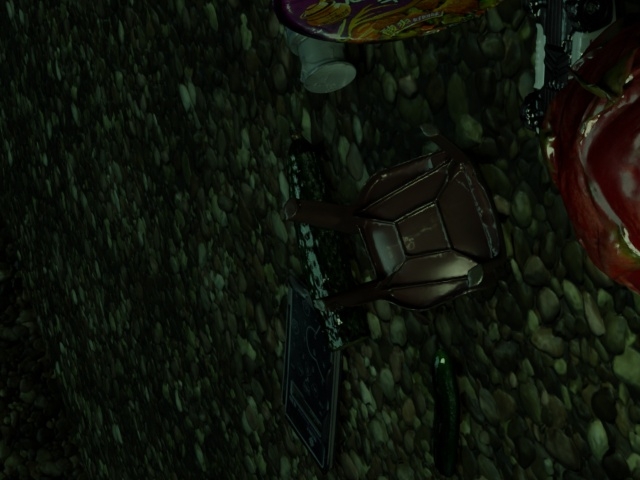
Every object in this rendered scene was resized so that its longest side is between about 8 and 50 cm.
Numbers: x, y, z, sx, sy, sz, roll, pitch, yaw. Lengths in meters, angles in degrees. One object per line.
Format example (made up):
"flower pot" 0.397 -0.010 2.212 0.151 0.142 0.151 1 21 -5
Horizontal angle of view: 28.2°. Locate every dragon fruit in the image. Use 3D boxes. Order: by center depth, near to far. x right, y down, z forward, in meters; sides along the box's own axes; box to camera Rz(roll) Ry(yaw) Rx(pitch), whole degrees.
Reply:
"dragon fruit" 0.287 -0.062 0.833 0.299 0.244 0.244 8 110 42

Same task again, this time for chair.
"chair" 0.112 -0.003 1.390 0.326 0.183 0.175 2 -110 -69

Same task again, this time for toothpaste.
"toothpaste" -0.025 -0.326 1.583 0.114 0.073 0.299 124 136 -59

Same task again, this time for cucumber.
"cucumber" 0.149 0.209 1.509 0.036 0.033 0.184 17 121 38
"cucumber" 0.000 0.000 1.686 0.067 0.068 0.293 -29 75 64

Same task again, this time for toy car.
"toy car" 0.226 -0.150 1.122 0.080 0.070 0.170 29 126 58

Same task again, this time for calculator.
"calculator" -0.015 0.193 1.851 0.165 0.028 0.274 47 142 47

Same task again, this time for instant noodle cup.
"instant noodle cup" 0.063 -0.324 1.204 0.251 0.251 0.190 139 124 -63
